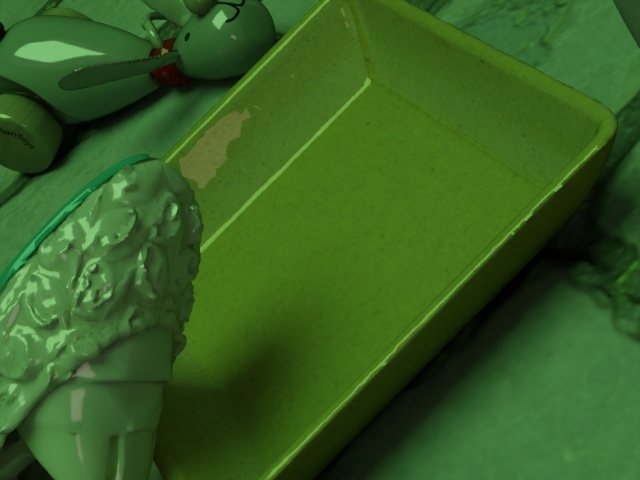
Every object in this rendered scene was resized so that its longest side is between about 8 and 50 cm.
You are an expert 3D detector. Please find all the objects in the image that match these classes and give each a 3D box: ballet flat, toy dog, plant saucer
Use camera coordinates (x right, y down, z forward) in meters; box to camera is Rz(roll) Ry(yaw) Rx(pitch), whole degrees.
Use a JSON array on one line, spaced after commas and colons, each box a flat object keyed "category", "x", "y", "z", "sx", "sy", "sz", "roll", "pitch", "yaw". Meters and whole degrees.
[{"category": "ballet flat", "x": -0.179, "y": 0.143, "z": 0.702, "sx": 0.409, "sy": 0.147, "sz": 0.147, "roll": -50, "pitch": 37, "yaw": 6}, {"category": "toy dog", "x": -0.212, "y": -0.193, "z": 1.106, "sx": 0.333, "sy": 0.161, "sz": 0.220, "roll": -27, "pitch": 41, "yaw": 21}, {"category": "plant saucer", "x": 0.000, "y": 0.000, "z": 0.804, "sx": 0.333, "sy": 0.081, "sz": 0.333, "roll": -46, "pitch": 38, "yaw": -1}]

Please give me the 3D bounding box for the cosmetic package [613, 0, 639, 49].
[{"category": "cosmetic package", "x": 0.361, "y": -0.074, "z": 0.430, "sx": 0.453, "sy": 0.230, "sz": 0.161, "roll": 14, "pitch": 65, "yaw": 47}]
